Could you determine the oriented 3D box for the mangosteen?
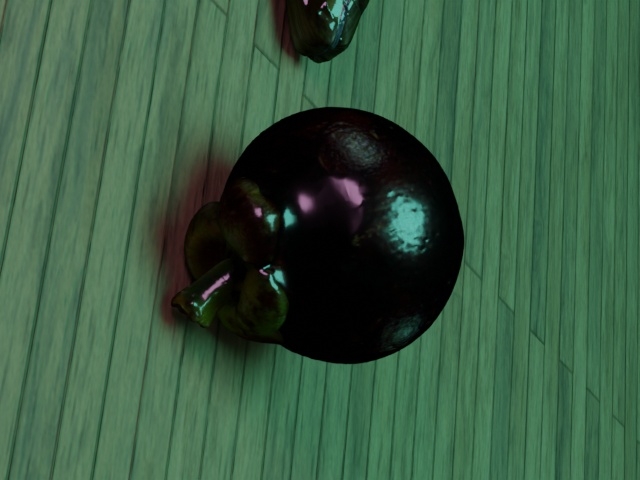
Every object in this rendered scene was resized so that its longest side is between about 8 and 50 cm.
[{"bbox_3d":[0.005,-0.012,2.006,0.313,0.297,0.296,26,58,-45],"label":"mangosteen"}]

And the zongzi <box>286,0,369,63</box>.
[{"bbox_3d":[-0.031,-0.367,2.270,0.242,0.112,0.221,32,61,-31],"label":"zongzi"}]
